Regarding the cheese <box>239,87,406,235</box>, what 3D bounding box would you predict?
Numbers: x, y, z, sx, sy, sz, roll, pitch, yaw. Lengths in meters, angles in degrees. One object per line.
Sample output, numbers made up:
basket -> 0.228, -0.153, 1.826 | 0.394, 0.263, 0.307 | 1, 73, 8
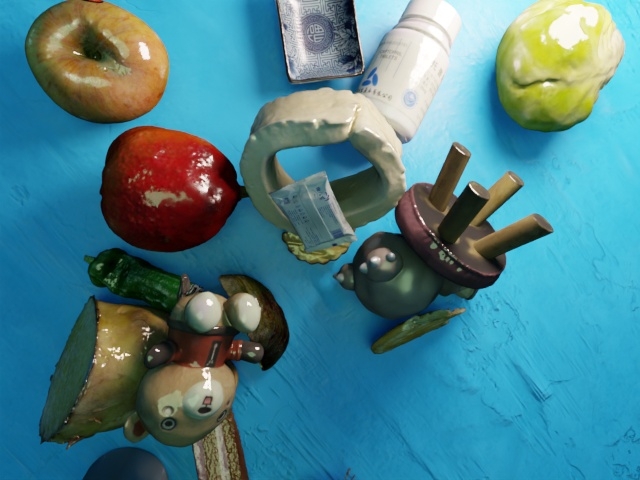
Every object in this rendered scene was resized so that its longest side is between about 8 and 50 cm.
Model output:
cheese -> 0.010, -0.162, 0.871 | 0.332, 0.153, 0.292 | -11, 132, 10

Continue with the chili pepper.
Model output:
chili pepper -> -0.410, 0.089, 0.933 | 0.271, 0.136, 0.099 | 18, 100, 1

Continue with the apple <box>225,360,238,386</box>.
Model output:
apple -> -0.260, 0.341, 0.980 | 0.126, 0.126, 0.102 | 4, 117, -7

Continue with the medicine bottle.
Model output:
medicine bottle -> 0.196, -0.386, 0.946 | 0.170, 0.170, 0.293 | 27, 90, -8

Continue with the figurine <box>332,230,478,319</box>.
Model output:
figurine -> 0.235, 0.086, 0.984 | 0.381, 0.248, 0.203 | 3, 79, -21

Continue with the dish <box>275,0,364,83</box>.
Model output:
dish -> -0.007, -0.487, 0.957 | 0.182, 0.080, 0.243 | -10, 94, -6

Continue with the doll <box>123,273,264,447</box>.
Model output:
doll -> -0.250, 0.242, 0.814 | 0.235, 0.174, 0.329 | 14, 94, -46

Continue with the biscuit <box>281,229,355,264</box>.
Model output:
biscuit -> 0.000, 0.000, 1.012 | 0.183, 0.061, 0.118 | -13, 98, -3

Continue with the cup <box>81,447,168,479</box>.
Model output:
cup -> -0.466, 0.630, 0.885 | 0.206, 0.312, 0.205 | -1, 94, -9

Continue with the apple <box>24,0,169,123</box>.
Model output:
apple -> -0.455, -0.367, 0.858 | 0.261, 0.194, 0.260 | -1, 97, -8

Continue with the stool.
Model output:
stool -> 0.310, -0.052, 0.849 | 0.272, 0.272, 0.178 | 30, 127, -8

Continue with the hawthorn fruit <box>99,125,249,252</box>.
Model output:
hawthorn fruit -> -0.299, -0.100, 0.875 | 0.307, 0.265, 0.265 | 2, 95, -21

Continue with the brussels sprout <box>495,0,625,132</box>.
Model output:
brussels sprout -> 0.547, -0.416, 0.948 | 0.274, 0.242, 0.316 | 44, 85, -15

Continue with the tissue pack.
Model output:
tissue pack -> -0.011, -0.049, 0.857 | 0.123, 0.026, 0.193 | -16, 131, 16

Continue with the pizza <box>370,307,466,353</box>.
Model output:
pizza -> 0.247, 0.215, 1.024 | 0.262, 0.181, 0.034 | -19, 63, -14

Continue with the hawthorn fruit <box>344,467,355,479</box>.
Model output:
hawthorn fruit -> 0.030, 0.707, 1.012 | 0.211, 0.211, 0.299 | 16, 84, -8

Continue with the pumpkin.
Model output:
pumpkin -> -0.136, 0.191, 0.961 | 0.111, 0.163, 0.278 | -23, 98, -10

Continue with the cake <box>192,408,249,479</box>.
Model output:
cake -> -0.249, 0.548, 1.013 | 0.116, 0.113, 0.295 | -14, 91, -7

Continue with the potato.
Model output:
potato -> -0.424, 0.289, 0.907 | 0.237, 0.301, 0.288 | 27, 113, -37
